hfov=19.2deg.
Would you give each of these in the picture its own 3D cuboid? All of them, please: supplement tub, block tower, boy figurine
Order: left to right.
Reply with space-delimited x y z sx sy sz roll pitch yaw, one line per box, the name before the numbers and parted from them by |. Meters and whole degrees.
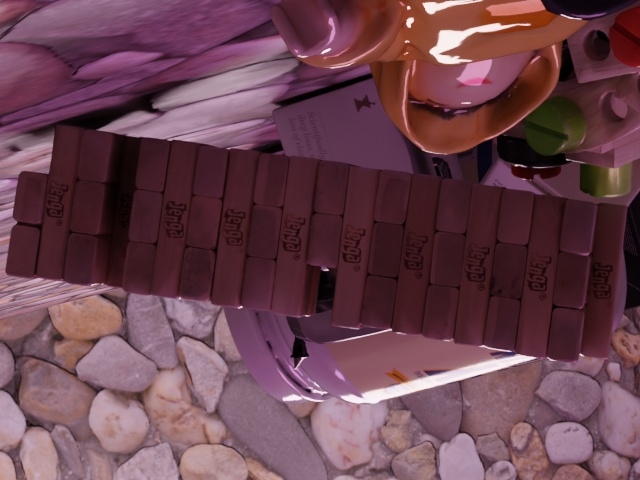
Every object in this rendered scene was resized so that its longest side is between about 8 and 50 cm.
block tower | 0.000 0.000 1.064 0.335 0.091 0.097 8 -178 8
supplement tub | 0.093 0.019 1.751 0.325 0.235 0.235 -17 177 25
boy figurine | 0.063 -0.094 0.689 0.177 0.092 0.285 -18 175 -13

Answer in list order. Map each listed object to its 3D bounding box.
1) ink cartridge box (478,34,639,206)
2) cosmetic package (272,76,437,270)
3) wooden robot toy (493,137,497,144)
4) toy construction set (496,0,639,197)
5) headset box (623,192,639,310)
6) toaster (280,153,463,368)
ink cartridge box | 0.166 -0.044 1.274 0.153 0.087 0.208 -51 174 -21
cosmetic package | 0.035 -0.044 1.343 0.085 0.117 0.231 -17 177 9
wooden robot toy | 0.214 -0.125 1.567 0.173 0.076 0.079 -14 142 -38
toy construction set | 0.225 -0.092 1.058 0.215 0.151 0.328 14 -171 39
headset box | 0.330 -0.050 1.927 0.110 0.218 0.293 -17 176 36
toaster | 0.038 -0.002 1.548 0.168 0.185 0.110 -15 -178 -4
